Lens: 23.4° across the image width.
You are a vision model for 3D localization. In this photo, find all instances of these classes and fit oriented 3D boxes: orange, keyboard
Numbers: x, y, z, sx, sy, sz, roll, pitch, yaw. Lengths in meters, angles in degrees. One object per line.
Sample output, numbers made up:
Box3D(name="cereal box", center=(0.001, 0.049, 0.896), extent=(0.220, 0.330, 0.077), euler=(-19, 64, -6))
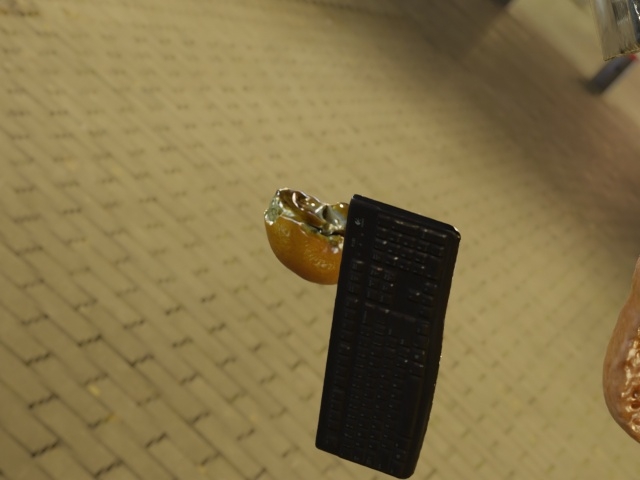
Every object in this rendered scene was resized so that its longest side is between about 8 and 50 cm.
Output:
Box3D(name="orange", center=(0.000, 0.000, 2.045), extent=(0.160, 0.112, 0.170), euler=(4, 15, -46))
Box3D(name="keyboard", center=(0.047, 0.128, 1.325), extent=(0.103, 0.381, 0.041), euler=(18, 43, 15))

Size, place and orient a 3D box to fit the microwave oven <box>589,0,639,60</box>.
Box3D(name="microwave oven", center=(0.509, -0.394, 1.721), extent=(0.236, 0.432, 0.374), euler=(-81, 157, -86))

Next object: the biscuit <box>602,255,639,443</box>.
Box3D(name="biscuit", center=(0.560, 0.093, 2.124), extent=(0.350, 0.455, 0.078), euler=(19, 18, -34))
